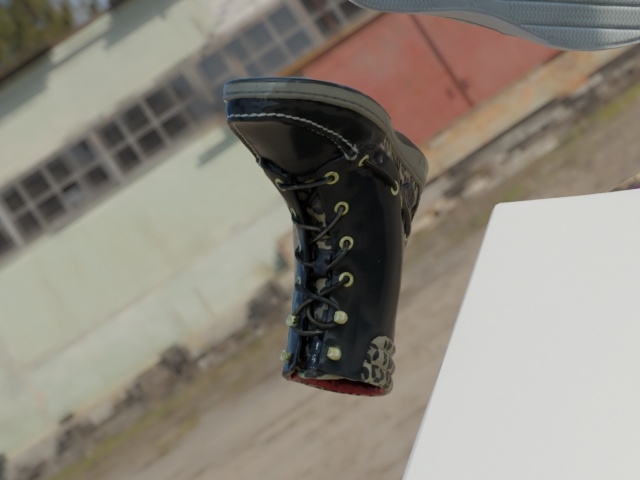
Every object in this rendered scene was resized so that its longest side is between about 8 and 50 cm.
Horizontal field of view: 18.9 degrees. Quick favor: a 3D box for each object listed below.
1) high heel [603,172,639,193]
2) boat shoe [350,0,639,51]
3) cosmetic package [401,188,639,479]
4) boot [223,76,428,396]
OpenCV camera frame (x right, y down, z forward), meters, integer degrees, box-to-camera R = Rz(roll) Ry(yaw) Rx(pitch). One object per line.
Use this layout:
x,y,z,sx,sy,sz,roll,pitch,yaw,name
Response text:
0.182,0.040,1.182,0.082,0.117,0.244,-18,-10,-30,high heel
0.115,-0.178,1.251,0.076,0.226,0.083,-119,40,-67,boat shoe
0.147,0.144,0.781,0.217,0.156,0.385,-5,37,28,cosmetic package
0.002,0.000,1.280,0.085,0.179,0.236,1,-14,26,boot
